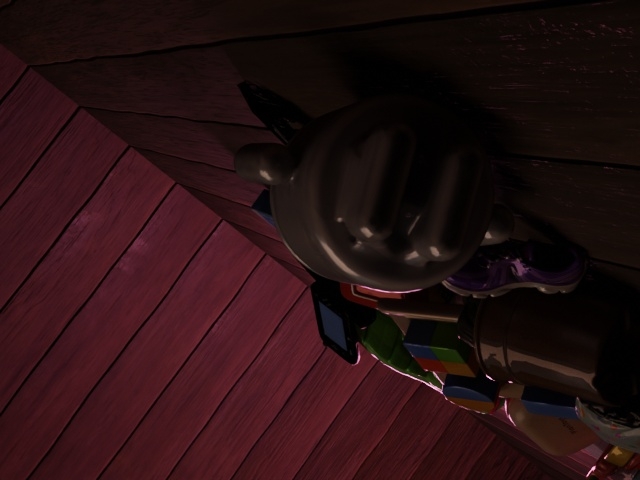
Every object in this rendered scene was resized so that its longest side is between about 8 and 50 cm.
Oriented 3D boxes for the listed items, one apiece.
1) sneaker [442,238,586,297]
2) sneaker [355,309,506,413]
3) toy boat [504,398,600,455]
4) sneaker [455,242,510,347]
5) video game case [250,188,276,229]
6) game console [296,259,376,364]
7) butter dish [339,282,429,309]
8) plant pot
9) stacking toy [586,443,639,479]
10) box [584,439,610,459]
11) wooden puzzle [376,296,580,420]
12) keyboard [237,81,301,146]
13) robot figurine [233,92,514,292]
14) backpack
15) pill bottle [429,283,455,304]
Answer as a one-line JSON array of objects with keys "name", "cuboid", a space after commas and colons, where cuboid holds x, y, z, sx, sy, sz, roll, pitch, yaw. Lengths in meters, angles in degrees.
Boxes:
[{"name": "sneaker", "cuboid": [0.219, 0.021, 1.276, 0.170, 0.068, 0.071, -4, 152, 4]}, {"name": "sneaker", "cuboid": [0.188, 0.194, 2.252, 0.483, 0.185, 0.202, 41, 168, -25]}, {"name": "toy boat", "cuboid": [0.420, 0.280, 1.994, 0.231, 0.151, 0.151, 43, -159, -38]}, {"name": "sneaker", "cuboid": [0.246, 0.055, 1.509, 0.087, 0.130, 0.227, 32, -159, 1]}, {"name": "video game case", "cuboid": [0.000, 0.000, 2.383, 0.244, 0.061, 0.269, 39, 173, -27]}, {"name": "game console", "cuboid": [0.029, 0.116, 2.036, 0.213, 0.044, 0.361, 46, 159, 35]}, {"name": "butter dish", "cuboid": [0.118, 0.027, 1.792, 0.160, 0.118, 0.160, 14, 131, 26]}, {"name": "plant pot", "cuboid": [0.300, 0.115, 1.332, 0.165, 0.167, 0.167, 17, 161, 47]}, {"name": "stacking toy", "cuboid": [0.497, 0.410, 1.804, 0.130, 0.279, 0.309, 36, 177, 16]}, {"name": "box", "cuboid": [0.556, 0.385, 2.162, 0.137, 0.072, 0.126, 39, 172, -11]}, {"name": "wooden puzzle", "cuboid": [0.286, 0.200, 1.736, 0.322, 0.080, 0.348, 3, 153, 33]}, {"name": "keyboard", "cuboid": [-0.047, -0.167, 1.595, 0.192, 0.038, 0.100, 46, 172, 30]}, {"name": "robot figurine", "cuboid": [0.057, -0.049, 1.197, 0.300, 0.200, 0.353, 19, 177, -12]}, {"name": "backpack", "cuboid": [0.435, 0.232, 1.576, 0.152, 0.115, 0.182, 29, 172, 34]}, {"name": "pill bottle", "cuboid": [0.151, 0.090, 2.062, 0.184, 0.103, 0.103, 37, 173, -3]}]
